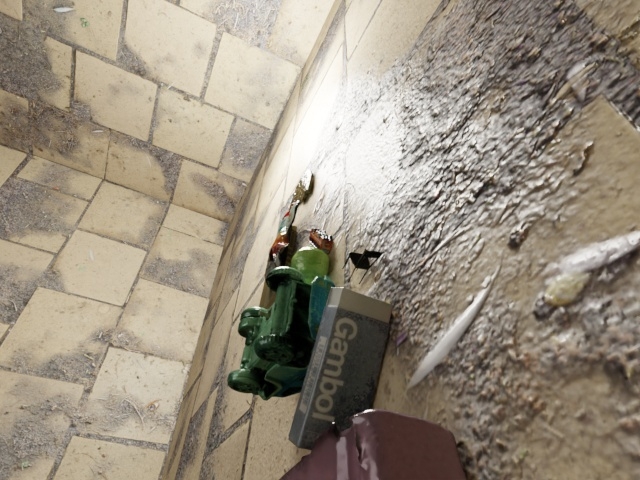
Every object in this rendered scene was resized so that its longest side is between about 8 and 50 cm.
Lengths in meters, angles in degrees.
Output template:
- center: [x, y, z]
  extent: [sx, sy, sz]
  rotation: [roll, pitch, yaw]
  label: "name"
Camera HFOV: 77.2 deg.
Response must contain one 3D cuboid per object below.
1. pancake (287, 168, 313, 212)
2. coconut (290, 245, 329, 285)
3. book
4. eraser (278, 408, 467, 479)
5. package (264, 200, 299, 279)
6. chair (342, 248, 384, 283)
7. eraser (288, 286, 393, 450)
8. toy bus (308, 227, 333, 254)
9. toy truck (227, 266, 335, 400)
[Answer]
- center: [-0.065, -0.143, 1.296]
  extent: [0.184, 0.020, 0.190]
  rotation: [-69, 17, 0]
  label: "pancake"
- center: [-0.022, 0.053, 0.858]
  extent: [0.088, 0.088, 0.096]
  rotation: [132, 146, -50]
  label: "coconut"
- center: [-0.139, 0.130, 1.217]
  extent: [0.217, 0.021, 0.310]
  rotation: [-49, 27, 50]
  label: "book"
- center: [0.032, 0.364, 0.311]
  extent: [0.359, 0.122, 0.272]
  rotation: [-91, 25, -50]
  label: "eraser"
- center: [-0.123, 0.000, 1.214]
  extent: [0.166, 0.040, 0.232]
  rotation: [-38, 35, 60]
  label: "package"
- center: [0.070, 0.033, 0.682]
  extent: [0.042, 0.037, 0.086]
  rotation: [-104, 32, -42]
  label: "chair"
- center: [0.031, 0.177, 0.550]
  extent: [0.046, 0.092, 0.212]
  rotation: [-19, 53, 68]
  label: "eraser"
- center: [0.000, 0.000, 0.933]
  extent: [0.110, 0.031, 0.043]
  rotation: [-135, 59, -70]
  label: "toy bus"
- center: [-0.060, 0.176, 0.713]
  extent: [0.279, 0.156, 0.155]
  rotation: [-51, 26, 44]
  label: "toy truck"
